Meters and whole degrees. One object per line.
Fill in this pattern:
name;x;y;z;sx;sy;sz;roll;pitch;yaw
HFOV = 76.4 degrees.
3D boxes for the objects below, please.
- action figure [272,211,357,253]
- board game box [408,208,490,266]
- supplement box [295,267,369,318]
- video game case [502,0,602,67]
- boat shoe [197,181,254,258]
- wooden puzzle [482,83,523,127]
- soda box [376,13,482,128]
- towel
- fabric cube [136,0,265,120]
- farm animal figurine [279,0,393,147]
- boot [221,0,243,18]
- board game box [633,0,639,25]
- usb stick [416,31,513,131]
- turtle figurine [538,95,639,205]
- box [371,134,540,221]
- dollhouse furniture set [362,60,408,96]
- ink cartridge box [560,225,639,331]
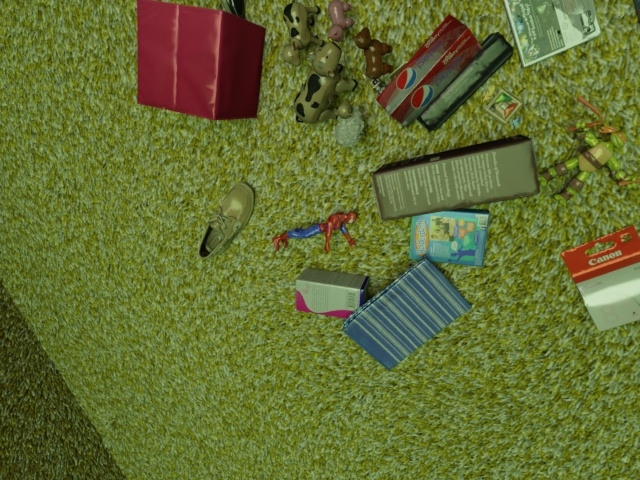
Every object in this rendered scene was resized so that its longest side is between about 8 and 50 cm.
action figure;0.000;0.000;1.281;0.280;0.091;0.139;-23;92;24
board game box;0.368;-0.015;1.178;0.210;0.047;0.160;6;109;16
supplement box;0.039;0.170;1.309;0.219;0.114;0.111;7;110;14
video game case;0.547;-0.541;0.968;0.173;0.022;0.191;-19;101;22
boat shoe;-0.321;-0.058;1.361;0.109;0.098;0.302;38;114;3
wooden puzzle;0.474;-0.349;1.056;0.116;0.014;0.079;32;114;6
soda box;0.272;-0.426;1.042;0.263;0.092;0.084;-46;50;24
towel;0.260;0.232;1.229;0.336;0.040;0.243;-42;109;12
fabric cube;-0.331;-0.495;1.144;0.258;0.254;0.258;15;113;12
farm animal figurine;0.002;-0.448;1.059;0.330;0.172;0.327;38;129;27
boot;-0.192;-0.744;1.111;0.178;0.085;0.237;-1;105;16
board game box;0.797;-0.478;0.898;0.136;0.035;0.201;-20;100;22
usb stick;0.369;-0.406;1.056;0.077;0.045;0.278;42;114;-6
turtle figurine;0.652;-0.205;1.004;0.269;0.087;0.217;42;122;-7
box;0.341;-0.163;1.062;0.381;0.191;0.143;-8;104;20
dollhouse furniture set;0.178;-0.447;1.085;0.114;0.081;0.091;-35;94;24
ink cartridge box;0.785;0.106;1.077;0.189;0.066;0.232;-27;101;24
